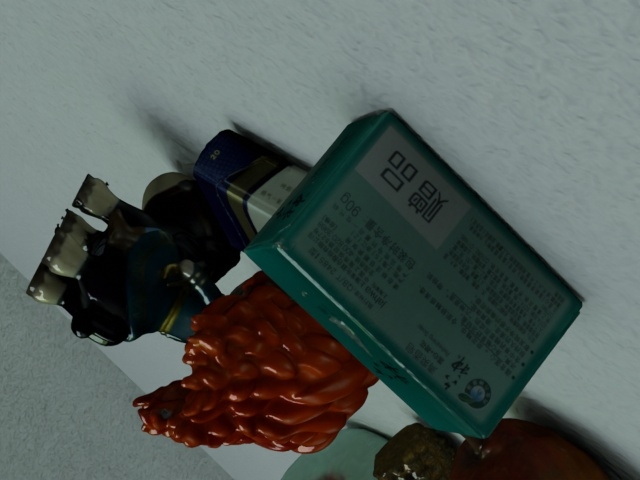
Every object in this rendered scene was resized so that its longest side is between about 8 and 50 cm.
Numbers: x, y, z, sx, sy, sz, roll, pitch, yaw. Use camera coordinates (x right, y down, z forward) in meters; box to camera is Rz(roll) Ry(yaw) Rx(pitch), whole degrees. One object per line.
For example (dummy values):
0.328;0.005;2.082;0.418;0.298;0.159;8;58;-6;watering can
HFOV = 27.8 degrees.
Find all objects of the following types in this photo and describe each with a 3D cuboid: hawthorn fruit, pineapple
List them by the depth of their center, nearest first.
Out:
0.225;0.294;1.412;0.262;0.210;0.210;61;160;-9;hawthorn fruit
0.190;0.351;1.800;0.237;0.111;0.119;38;-165;-15;pineapple

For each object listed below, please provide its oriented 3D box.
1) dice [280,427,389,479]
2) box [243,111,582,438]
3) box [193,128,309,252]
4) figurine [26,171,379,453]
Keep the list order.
0.080;0.481;2.079;0.262;0.268;0.264;46;162;-27;dice
0.078;0.031;1.080;0.245;0.153;0.092;45;163;-14;box
0.000;0.000;1.313;0.259;0.071;0.168;31;162;27;box
-0.132;0.080;1.477;0.412;0.241;0.306;42;-153;14;figurine
